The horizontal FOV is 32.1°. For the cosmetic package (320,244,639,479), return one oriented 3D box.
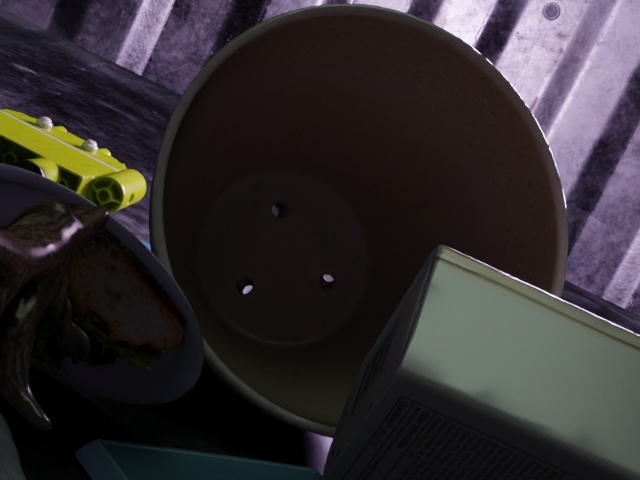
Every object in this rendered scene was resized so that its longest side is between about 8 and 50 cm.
[{"bbox_3d":[0.174,0.146,0.711,0.310,0.160,0.113,25,49,-3],"label":"cosmetic package"}]

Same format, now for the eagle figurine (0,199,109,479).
[{"bbox_3d":[-0.265,0.008,0.546,0.298,0.225,0.226,-2,-39,8],"label":"eagle figurine"}]

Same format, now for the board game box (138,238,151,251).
[{"bbox_3d":[-0.233,0.004,0.940,0.210,0.047,0.160,26,9,-5],"label":"board game box"}]

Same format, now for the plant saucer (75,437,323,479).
[{"bbox_3d":[-0.056,0.153,0.691,0.192,0.018,0.067,17,13,-41],"label":"plant saucer"}]

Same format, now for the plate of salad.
[{"bbox_3d":[-0.162,0.037,0.664,0.200,0.200,0.048,27,51,5],"label":"plate of salad"}]

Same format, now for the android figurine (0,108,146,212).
[{"bbox_3d":[-0.318,-0.099,1.264,0.248,0.056,0.273,27,11,6],"label":"android figurine"}]

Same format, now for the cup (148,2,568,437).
[{"bbox_3d":[0.000,0.000,0.930,0.331,0.331,0.237,24,-16,-15],"label":"cup"}]
